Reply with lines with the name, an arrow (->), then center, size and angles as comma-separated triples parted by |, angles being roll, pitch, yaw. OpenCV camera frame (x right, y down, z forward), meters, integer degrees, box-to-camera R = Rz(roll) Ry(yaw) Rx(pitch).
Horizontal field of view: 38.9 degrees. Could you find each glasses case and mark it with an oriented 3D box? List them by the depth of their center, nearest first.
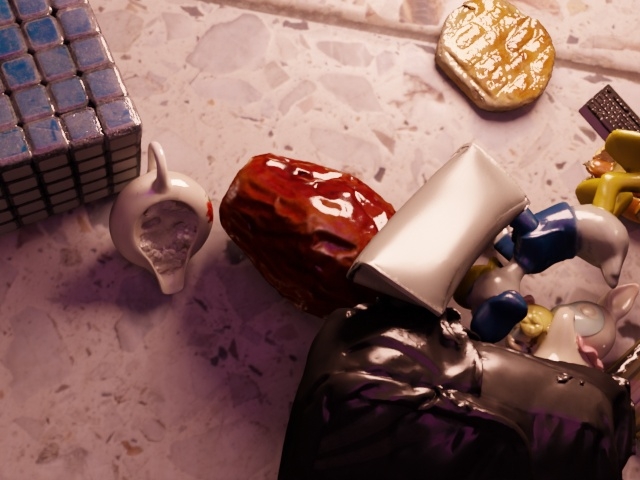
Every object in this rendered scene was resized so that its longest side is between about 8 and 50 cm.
glasses case -> 0.156, -0.006, 1.160 | 0.128, 0.083, 0.308 | 35, 48, 13

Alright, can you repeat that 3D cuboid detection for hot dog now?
hot dog -> 0.530, -0.071, 1.404 | 0.269, 0.072, 0.109 | 21, 91, -1

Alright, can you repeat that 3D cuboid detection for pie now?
pie -> 0.283, -0.299, 1.440 | 0.195, 0.046, 0.195 | 2, 78, -8

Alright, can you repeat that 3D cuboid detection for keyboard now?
keyboard -> 0.504, -0.159, 1.457 | 0.074, 0.015, 0.196 | -38, 85, -15

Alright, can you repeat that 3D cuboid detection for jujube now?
jujube -> 0.000, 0.000, 1.251 | 0.290, 0.197, 0.197 | 33, 74, 0

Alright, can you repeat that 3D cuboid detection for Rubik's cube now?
Rubik's cube -> -0.382, -0.173, 1.202 | 0.236, 0.238, 0.237 | -20, 79, -15

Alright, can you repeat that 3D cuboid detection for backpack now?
backpack -> 0.178, 0.267, 1.138 | 0.445, 0.255, 0.364 | 12, 107, -1

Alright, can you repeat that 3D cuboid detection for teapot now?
teapot -> -0.221, -0.038, 1.248 | 0.145, 0.226, 0.092 | -16, 38, -20

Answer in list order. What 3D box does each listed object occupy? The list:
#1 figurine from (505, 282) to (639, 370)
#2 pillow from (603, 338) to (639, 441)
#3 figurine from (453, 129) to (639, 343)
figurine -> 0.352, 0.142, 1.308 | 0.155, 0.127, 0.236 | 24, 71, 18
pillow -> 0.541, 0.230, 1.350 | 0.208, 0.052, 0.212 | -39, 83, -13
figurine -> 0.283, -0.006, 1.270 | 0.283, 0.205, 0.338 | 25, 62, 21
